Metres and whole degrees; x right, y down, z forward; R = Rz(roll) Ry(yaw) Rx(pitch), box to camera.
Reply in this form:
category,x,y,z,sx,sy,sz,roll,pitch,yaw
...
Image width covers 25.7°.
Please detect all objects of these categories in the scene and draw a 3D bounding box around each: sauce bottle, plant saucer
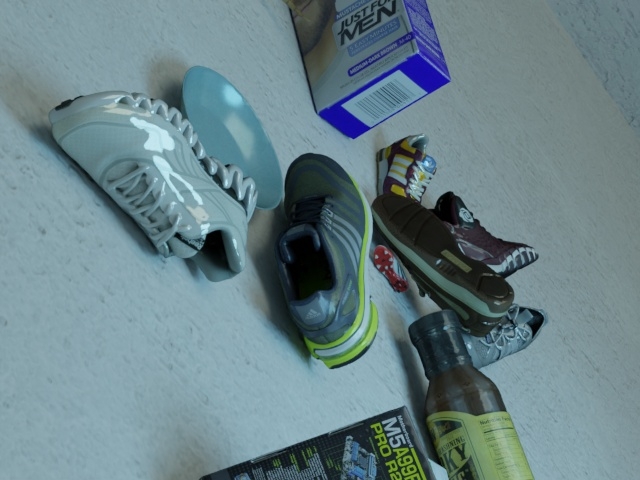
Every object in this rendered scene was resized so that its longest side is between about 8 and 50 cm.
category,x,y,z,sx,sy,sz,roll,pitch,yaw
sauce bottle,0.201,0.259,1.839,0.111,0.111,0.344,23,43,-57
plant saucer,-0.116,-0.116,1.683,0.195,0.037,0.195,47,26,-31

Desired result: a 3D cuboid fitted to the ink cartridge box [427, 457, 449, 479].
category,x,y,z,sx,sy,sz,roll,pitch,yaw
ink cartridge box,0.097,0.275,1.652,0.115,0.063,0.029,37,31,-45

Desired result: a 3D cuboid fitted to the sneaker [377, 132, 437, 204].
category,x,y,z,sx,sy,sz,roll,pitch,yaw
sneaker,0.136,-0.093,2.133,0.069,0.084,0.185,43,28,-38

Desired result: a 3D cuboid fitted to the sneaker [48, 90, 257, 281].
category,x,y,z,sx,sy,sz,roll,pitch,yaw
sneaker,-0.162,-0.054,1.440,0.292,0.110,0.118,36,43,-46

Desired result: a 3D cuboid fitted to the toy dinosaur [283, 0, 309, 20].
category,x,y,z,sx,sy,sz,roll,pitch,yaw
toy dinosaur,-0.105,-0.401,2.030,0.211,0.064,0.112,26,59,-41

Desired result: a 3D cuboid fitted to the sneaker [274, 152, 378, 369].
category,x,y,z,sx,sy,sz,roll,pitch,yaw
sneaker,0.000,0.000,1.683,0.121,0.111,0.300,53,20,-47

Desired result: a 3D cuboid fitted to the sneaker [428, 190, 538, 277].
category,x,y,z,sx,sy,sz,roll,pitch,yaw
sneaker,0.255,-0.010,2.272,0.162,0.106,0.281,62,23,8

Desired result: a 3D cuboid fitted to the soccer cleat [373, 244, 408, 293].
category,x,y,z,sx,sy,sz,roll,pitch,yaw
soccer cleat,0.099,0.037,1.981,0.083,0.029,0.036,55,14,-25

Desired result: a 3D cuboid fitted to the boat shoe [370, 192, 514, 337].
category,x,y,z,sx,sy,sz,roll,pitch,yaw
boat shoe,0.155,0.041,1.998,0.095,0.095,0.257,-19,53,-40

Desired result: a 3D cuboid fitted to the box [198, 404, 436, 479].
category,x,y,z,sx,sy,sz,roll,pitch,yaw
box,0.028,0.313,1.293,0.270,0.216,0.060,67,-22,14

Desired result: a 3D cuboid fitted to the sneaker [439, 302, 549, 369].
category,x,y,z,sx,sy,sz,roll,pitch,yaw
sneaker,0.256,0.127,2.094,0.105,0.115,0.281,64,24,7

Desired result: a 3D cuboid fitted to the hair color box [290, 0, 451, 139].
category,x,y,z,sx,sy,sz,roll,pitch,yaw
hair color box,0.059,-0.346,2.130,0.110,0.185,0.339,32,36,-47
